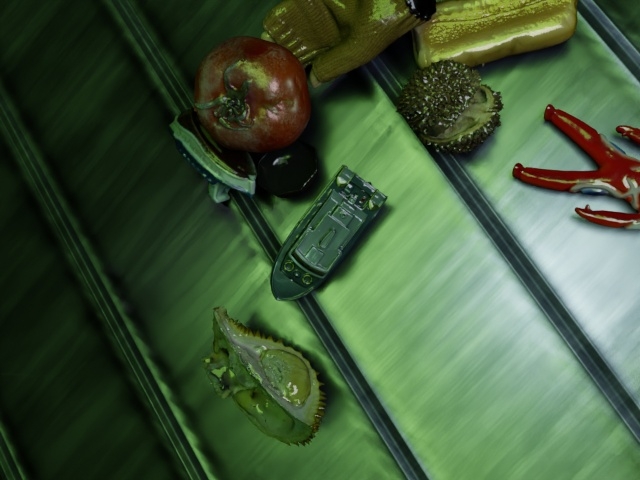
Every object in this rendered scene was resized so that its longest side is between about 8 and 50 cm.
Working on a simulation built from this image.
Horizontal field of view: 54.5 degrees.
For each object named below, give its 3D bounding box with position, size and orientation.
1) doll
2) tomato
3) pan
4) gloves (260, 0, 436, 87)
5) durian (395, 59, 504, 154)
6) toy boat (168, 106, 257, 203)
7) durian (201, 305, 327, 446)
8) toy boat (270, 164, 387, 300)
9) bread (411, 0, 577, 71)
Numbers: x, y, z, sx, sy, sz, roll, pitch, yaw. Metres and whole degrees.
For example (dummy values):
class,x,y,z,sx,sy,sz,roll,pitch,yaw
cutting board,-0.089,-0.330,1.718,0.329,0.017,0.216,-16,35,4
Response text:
class,x,y,z,sx,sy,sz,roll,pitch,yaw
doll,0.547,-0.103,1.092,0.384,0.099,0.188,26,90,19
tomato,-0.128,-0.283,1.204,0.232,0.188,0.231,6,107,18
pan,-0.063,-0.174,1.276,0.129,0.048,0.201,-10,63,14
gloves,0.050,-0.426,1.206,0.357,0.155,0.203,-14,98,25
durian,0.233,-0.245,1.154,0.196,0.196,0.167,38,73,16
toy boat,-0.229,-0.168,1.292,0.262,0.114,0.115,50,130,15
durian,-0.116,0.261,1.172,0.172,0.166,0.306,-42,75,9
toy boat,0.001,-0.001,1.200,0.114,0.122,0.296,36,96,-8
bread,0.327,-0.405,1.182,0.305,0.091,0.141,-10,88,13
